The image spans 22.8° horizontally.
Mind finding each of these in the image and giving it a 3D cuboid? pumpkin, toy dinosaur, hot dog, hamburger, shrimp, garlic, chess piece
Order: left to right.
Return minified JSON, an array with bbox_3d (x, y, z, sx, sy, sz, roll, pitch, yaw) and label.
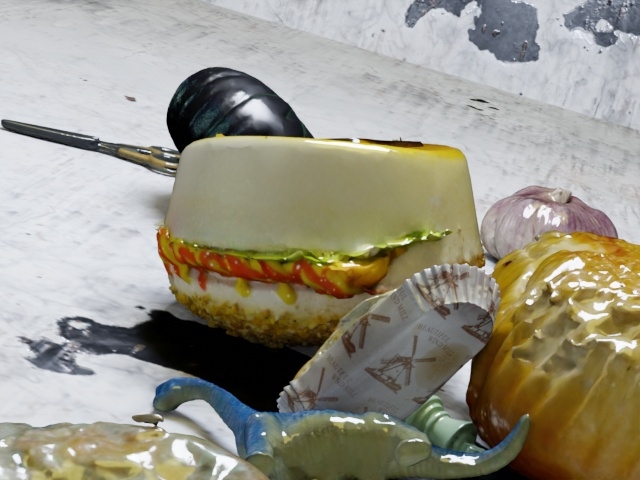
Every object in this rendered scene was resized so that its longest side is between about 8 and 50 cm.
[{"bbox_3d":[-0.087,0.185,0.846,0.360,0.085,0.247,18,24,21],"label":"shrimp"},{"bbox_3d":[-0.078,-0.096,1.671,0.194,0.194,0.150,23,55,27],"label":"pumpkin"},{"bbox_3d":[0.000,0.000,1.356,0.276,0.179,0.294,3,4,29],"label":"hamburger"},{"bbox_3d":[0.010,0.128,1.105,0.247,0.075,0.188,-9,22,-6],"label":"toy dinosaur"},{"bbox_3d":[0.052,0.083,1.144,0.099,0.192,0.053,26,31,-33],"label":"hot dog"},{"bbox_3d":[0.076,0.134,1.221,0.149,0.059,0.059,32,22,36],"label":"chess piece"},{"bbox_3d":[0.268,-0.011,1.840,0.159,0.102,0.147,14,16,-5],"label":"garlic"},{"bbox_3d":[0.288,0.129,1.187,0.367,0.196,0.365,17,6,4],"label":"hot dog"}]

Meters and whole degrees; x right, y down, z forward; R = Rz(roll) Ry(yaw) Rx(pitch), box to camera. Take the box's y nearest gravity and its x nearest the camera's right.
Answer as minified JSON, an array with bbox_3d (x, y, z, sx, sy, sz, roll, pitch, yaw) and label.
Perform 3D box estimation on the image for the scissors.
[{"bbox_3d":[-0.261,-0.112,1.842,0.220,0.017,0.088,12,16,-9],"label":"scissors"}]
